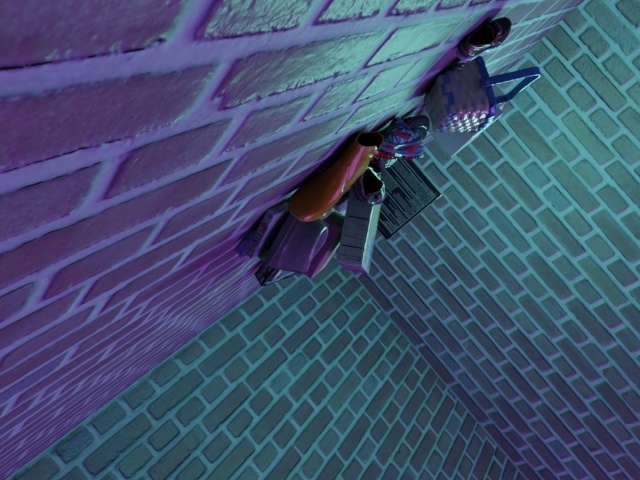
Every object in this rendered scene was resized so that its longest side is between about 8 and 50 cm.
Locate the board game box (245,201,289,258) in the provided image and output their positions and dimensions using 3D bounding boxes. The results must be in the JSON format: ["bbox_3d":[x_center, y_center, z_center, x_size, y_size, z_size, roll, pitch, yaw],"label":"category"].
[{"bbox_3d":[-0.141,-0.028,1.500,0.154,0.026,0.103,-59,166,27],"label":"board game box"}]

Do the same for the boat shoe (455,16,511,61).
[{"bbox_3d":[0.433,-0.526,1.403,0.183,0.066,0.066,-40,176,-16],"label":"boat shoe"}]

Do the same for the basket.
[{"bbox_3d":[0.474,-0.437,1.626,0.288,0.201,0.255,-9,175,-4],"label":"basket"}]

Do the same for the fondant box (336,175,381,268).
[{"bbox_3d":[0.146,-0.061,1.942,0.238,0.096,0.330,43,58,-76],"label":"fondant box"}]

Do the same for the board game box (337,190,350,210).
[{"bbox_3d":[0.132,-0.189,2.220,0.194,0.060,0.194,-37,-161,25],"label":"board game box"}]

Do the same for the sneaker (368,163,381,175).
[{"bbox_3d":[0.158,-0.233,1.781,0.170,0.089,0.051,-70,174,-50],"label":"sneaker"}]

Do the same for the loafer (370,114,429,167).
[{"bbox_3d":[0.250,-0.341,1.810,0.302,0.095,0.109,-40,133,-35],"label":"loafer"}]

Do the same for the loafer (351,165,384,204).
[{"bbox_3d":[0.148,-0.172,1.695,0.096,0.084,0.267,-52,145,-3],"label":"loafer"}]

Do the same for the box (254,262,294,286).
[{"bbox_3d":[-0.118,0.080,2.474,0.307,0.077,0.242,-16,156,-45],"label":"box"}]

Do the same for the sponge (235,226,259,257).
[{"bbox_3d":[-0.159,-0.028,1.634,0.117,0.031,0.210,-45,174,38],"label":"sponge"}]

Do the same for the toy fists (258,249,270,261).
[{"bbox_3d":[-0.142,0.024,2.014,0.142,0.096,0.279,-41,178,14],"label":"toy fists"}]

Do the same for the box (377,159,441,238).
[{"bbox_3d":[0.312,-0.207,2.395,0.294,0.296,0.183,-39,178,0],"label":"box"}]

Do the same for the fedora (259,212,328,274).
[{"bbox_3d":[-0.064,0.013,1.586,0.244,0.124,0.275,-58,179,-45],"label":"fedora"}]

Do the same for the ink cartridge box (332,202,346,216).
[{"bbox_3d":[0.122,-0.123,2.624,0.275,0.060,0.239,-37,148,-47],"label":"ink cartridge box"}]

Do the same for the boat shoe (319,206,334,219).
[{"bbox_3d":[-0.060,-0.083,1.733,0.233,0.079,0.084,-24,-160,40],"label":"boat shoe"}]

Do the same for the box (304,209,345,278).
[{"bbox_3d":[0.000,0.000,1.994,0.214,0.117,0.243,-59,172,14],"label":"box"}]

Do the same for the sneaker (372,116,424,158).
[{"bbox_3d":[0.211,-0.310,1.653,0.104,0.125,0.261,-1,-176,43],"label":"sneaker"}]

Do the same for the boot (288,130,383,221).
[{"bbox_3d":[0.044,-0.183,1.445,0.295,0.104,0.211,-41,172,-45],"label":"boot"}]

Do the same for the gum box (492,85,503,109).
[{"bbox_3d":[0.615,-0.556,2.049,0.062,0.188,0.107,-41,176,16],"label":"gum box"}]

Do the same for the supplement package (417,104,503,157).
[{"bbox_3d":[0.482,-0.441,1.920,0.145,0.204,0.262,-38,177,-6],"label":"supplement package"}]
